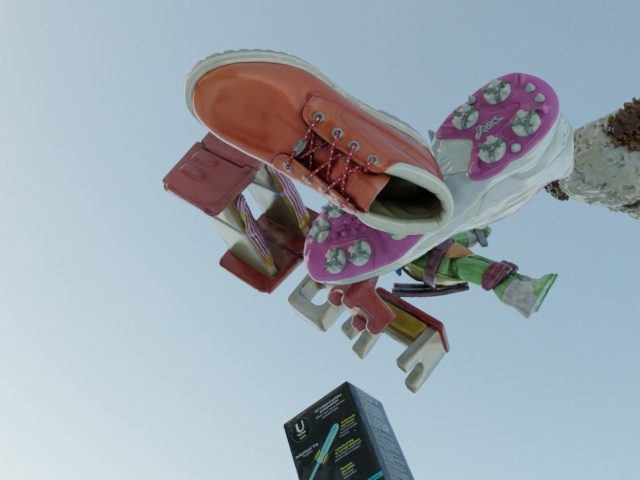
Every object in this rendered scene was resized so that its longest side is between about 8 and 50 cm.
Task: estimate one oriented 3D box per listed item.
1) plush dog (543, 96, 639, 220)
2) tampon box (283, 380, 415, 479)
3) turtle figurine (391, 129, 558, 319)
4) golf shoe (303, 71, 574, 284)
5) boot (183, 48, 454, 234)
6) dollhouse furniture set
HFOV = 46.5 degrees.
[{"bbox_3d":[0.408,-0.095,0.964,0.225,0.211,0.262,5,-27,-25],"label":"plush dog"},{"bbox_3d":[0.041,0.302,1.019,0.120,0.161,0.101,-36,-46,14],"label":"tampon box"},{"bbox_3d":[0.230,-0.015,1.104,0.266,0.275,0.198,30,-22,20],"label":"turtle figurine"},{"bbox_3d":[0.123,-0.034,0.758,0.306,0.115,0.140,-33,-36,24],"label":"golf shoe"},{"bbox_3d":[0.002,-0.051,0.402,0.158,0.084,0.059,19,-64,-20],"label":"boot"},{"bbox_3d":[0.000,0.000,0.931,0.374,0.152,0.201,29,-21,34],"label":"dollhouse furniture set"}]
